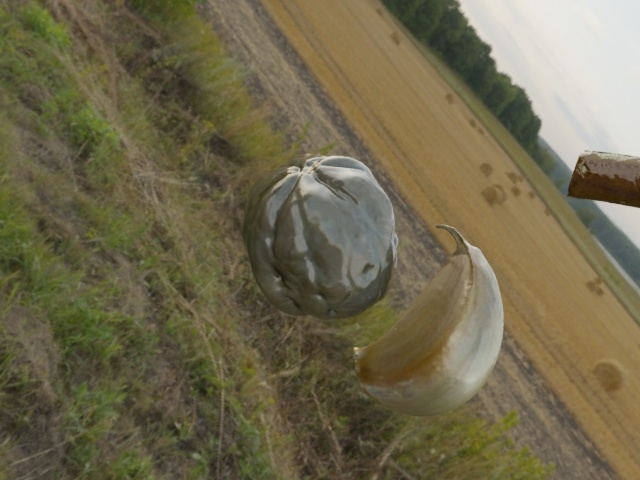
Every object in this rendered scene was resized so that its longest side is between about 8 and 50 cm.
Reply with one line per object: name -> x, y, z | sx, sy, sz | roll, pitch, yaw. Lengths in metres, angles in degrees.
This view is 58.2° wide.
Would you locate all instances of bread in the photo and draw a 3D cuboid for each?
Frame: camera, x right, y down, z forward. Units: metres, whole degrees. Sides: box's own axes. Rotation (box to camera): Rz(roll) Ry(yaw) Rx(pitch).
bread -> 0.271, -0.054, 0.519 | 0.083, 0.046, 0.036 | 14, -2, 27

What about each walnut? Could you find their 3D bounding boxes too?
walnut -> 0.000, 0.000, 0.732 | 0.224, 0.224, 0.224 | 41, 21, -20

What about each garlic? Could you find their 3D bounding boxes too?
garlic -> 0.149, 0.118, 0.733 | 0.164, 0.244, 0.145 | 38, 9, 26
